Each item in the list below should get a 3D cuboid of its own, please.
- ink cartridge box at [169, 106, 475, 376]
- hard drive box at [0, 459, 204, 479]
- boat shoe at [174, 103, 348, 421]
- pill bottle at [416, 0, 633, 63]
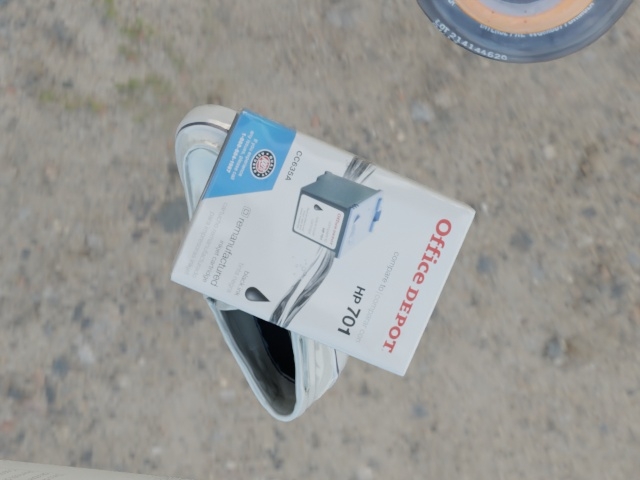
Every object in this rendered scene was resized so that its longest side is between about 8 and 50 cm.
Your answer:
[{"bbox_3d":[0.000,0.000,1.332,0.191,0.082,0.139,23,92,-5],"label":"ink cartridge box"},{"bbox_3d":[-0.085,0.113,0.464,0.232,0.181,0.089,4,92,11],"label":"hard drive box"},{"bbox_3d":[-0.058,0.023,1.418,0.096,0.088,0.267,-1,122,29],"label":"boat shoe"},{"bbox_3d":[0.112,-0.165,0.970,0.130,0.245,0.130,1,102,6],"label":"pill bottle"}]
